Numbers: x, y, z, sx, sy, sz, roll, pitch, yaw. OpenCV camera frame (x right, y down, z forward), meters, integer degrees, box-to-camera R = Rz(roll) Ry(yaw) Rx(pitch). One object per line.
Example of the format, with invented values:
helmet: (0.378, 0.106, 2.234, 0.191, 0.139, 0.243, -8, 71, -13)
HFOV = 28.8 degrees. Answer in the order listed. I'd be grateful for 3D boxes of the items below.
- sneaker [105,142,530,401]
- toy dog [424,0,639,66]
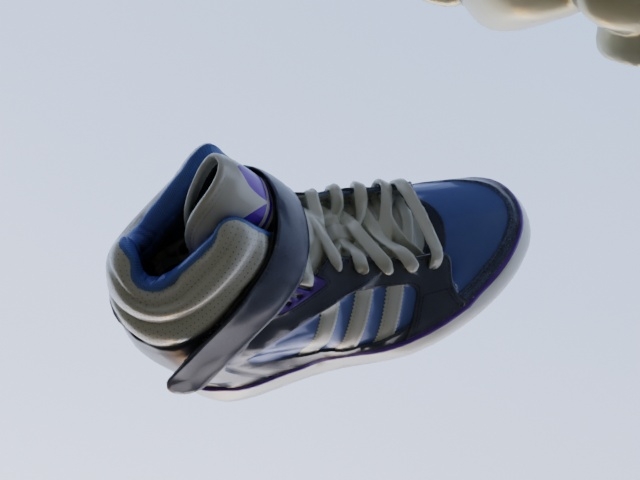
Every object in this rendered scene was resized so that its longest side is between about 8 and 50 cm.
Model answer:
sneaker: (-0.001, 0.000, 0.929, 0.322, 0.130, 0.236, -23, -32, 1)
toy dog: (0.204, -0.375, 0.950, 0.395, 0.284, 0.408, 3, -43, 18)
